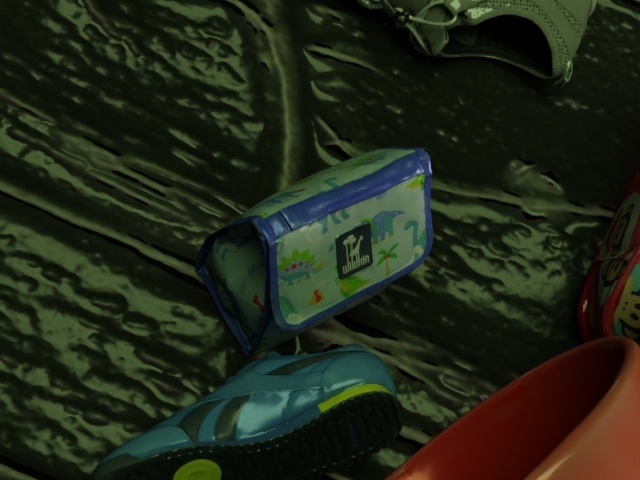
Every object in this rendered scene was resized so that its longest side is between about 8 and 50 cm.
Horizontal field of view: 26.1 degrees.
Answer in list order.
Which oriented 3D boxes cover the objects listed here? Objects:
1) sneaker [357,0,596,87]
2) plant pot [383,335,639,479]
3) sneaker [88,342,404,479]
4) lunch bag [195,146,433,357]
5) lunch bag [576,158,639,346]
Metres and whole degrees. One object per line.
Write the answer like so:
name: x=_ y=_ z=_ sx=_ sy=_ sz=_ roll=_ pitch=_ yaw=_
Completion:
sneaker: x=0.081 y=-0.198 z=1.045 sx=0.281 sy=0.105 sz=0.115 roll=14 pitch=63 yaw=-8
plant pot: x=0.143 y=0.230 z=0.788 sx=0.275 sy=0.275 sz=0.243 roll=-38 pitch=89 yaw=-25
sneaker: x=-0.052 y=0.122 z=0.898 sx=0.209 sy=0.069 sz=0.082 roll=-18 pitch=38 yaw=-11
lunch bag: x=0.000 y=0.000 z=0.909 sx=0.128 sy=0.151 sz=0.096 roll=-26 pitch=74 yaw=-24
lunch bag: x=0.346 y=-0.002 z=0.970 sx=0.258 sy=0.120 sz=0.293 roll=26 pitch=84 yaw=0
